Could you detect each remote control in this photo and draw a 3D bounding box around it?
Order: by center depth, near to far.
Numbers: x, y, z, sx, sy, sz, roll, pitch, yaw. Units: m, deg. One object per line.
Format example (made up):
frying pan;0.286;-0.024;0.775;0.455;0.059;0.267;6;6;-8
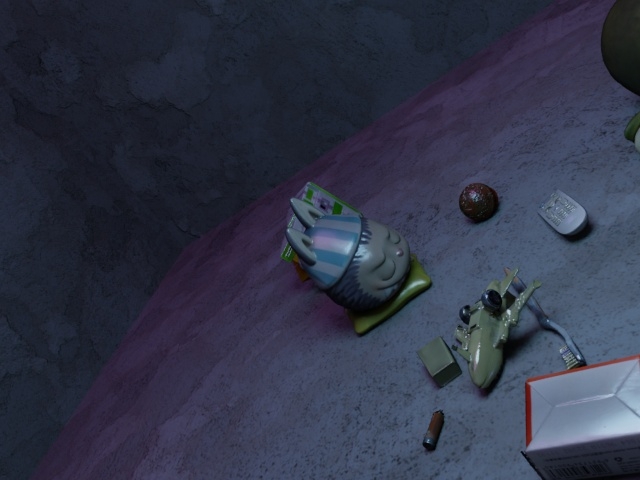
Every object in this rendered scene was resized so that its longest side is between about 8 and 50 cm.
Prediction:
remote control;0.540;-0.059;1.356;0.073;0.044;0.229;-51;7;16

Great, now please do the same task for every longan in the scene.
longan;0.808;-0.472;1.411;0.318;0.319;0.319;-34;19;14

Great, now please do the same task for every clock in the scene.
clock;0.000;0.000;1.957;0.166;0.235;0.310;-45;22;44

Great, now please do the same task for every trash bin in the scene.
trash bin;0.239;0.242;1.222;0.061;0.043;0.092;-37;20;6

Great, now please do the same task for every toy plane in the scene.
toy plane;0.319;0.165;1.164;0.256;0.104;0.242;-52;4;-40

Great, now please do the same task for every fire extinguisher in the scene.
fire extinguisher;0.204;0.336;1.101;0.083;0.022;0.028;-57;-5;-42

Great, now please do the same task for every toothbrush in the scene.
toothbrush;0.414;0.132;1.167;0.037;0.028;0.375;-42;18;15

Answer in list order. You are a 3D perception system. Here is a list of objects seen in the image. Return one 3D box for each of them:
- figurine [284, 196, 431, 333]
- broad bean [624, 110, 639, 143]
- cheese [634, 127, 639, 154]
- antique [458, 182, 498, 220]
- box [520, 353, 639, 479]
figurine;0.057;0.006;1.593;0.266;0.378;0.361;-42;20;-9
broad bean;0.762;-0.282;1.330;0.206;0.153;0.072;-40;63;9
cheese;0.828;-0.287;1.197;0.351;0.130;0.328;-10;36;52
antique;0.410;-0.101;1.605;0.104;0.104;0.104;-34;19;14
box;0.382;0.251;0.847;0.182;0.099;0.133;-25;26;32
